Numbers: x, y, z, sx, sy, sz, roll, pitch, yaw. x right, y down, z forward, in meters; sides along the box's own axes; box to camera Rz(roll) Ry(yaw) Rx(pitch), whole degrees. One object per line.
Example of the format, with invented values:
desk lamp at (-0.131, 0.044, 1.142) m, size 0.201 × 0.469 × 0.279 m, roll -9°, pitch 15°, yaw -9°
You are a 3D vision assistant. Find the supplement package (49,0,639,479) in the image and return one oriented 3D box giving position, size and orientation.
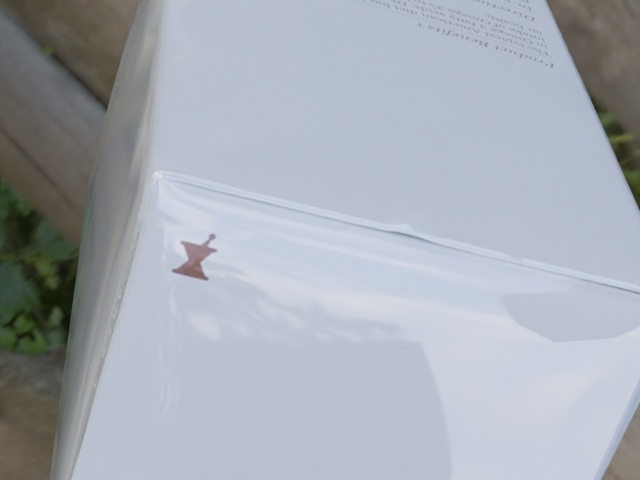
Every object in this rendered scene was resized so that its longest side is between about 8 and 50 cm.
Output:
supplement package at (0.000, 0.000, 0.425) m, size 0.105 × 0.179 × 0.105 m, roll 14°, pitch 117°, yaw -10°
